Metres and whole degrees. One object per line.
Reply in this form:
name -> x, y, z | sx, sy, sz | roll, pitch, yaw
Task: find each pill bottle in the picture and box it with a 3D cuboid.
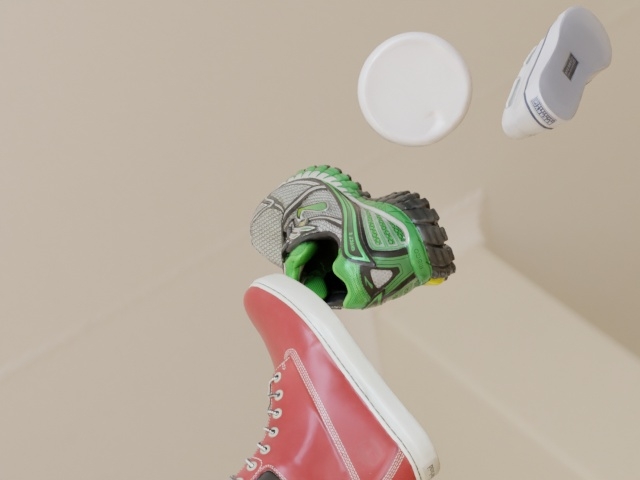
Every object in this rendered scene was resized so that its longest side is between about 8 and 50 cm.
pill bottle -> 0.098, -0.158, 1.735 | 0.118, 0.117, 0.208 | -55, 1, 4

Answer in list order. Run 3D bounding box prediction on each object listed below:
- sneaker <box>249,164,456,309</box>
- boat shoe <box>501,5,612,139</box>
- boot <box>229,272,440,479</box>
sneaker -> 0.000, 0.000, 1.842 | 0.146, 0.343, 0.134 | -23, -75, -24
boat shoe -> 0.287, -0.210, 2.032 | 0.084, 0.095, 0.258 | -30, 11, 38
boot -> -0.039, 0.148, 1.381 | 0.176, 0.244, 0.088 | -30, -32, -15
